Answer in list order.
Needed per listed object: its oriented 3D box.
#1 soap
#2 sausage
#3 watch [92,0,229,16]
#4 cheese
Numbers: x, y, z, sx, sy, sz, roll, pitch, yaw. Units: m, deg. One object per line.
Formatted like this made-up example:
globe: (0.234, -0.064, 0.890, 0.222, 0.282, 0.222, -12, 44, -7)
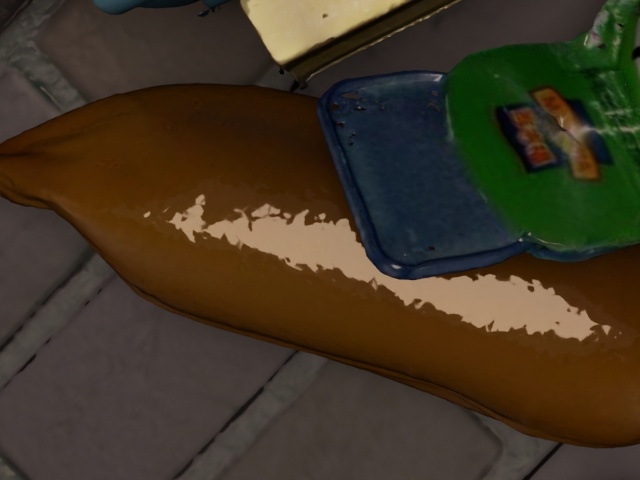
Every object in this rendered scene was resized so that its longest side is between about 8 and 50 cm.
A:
soap: (0.090, -0.136, 0.552, 0.252, 0.092, 0.037, -26, 91, 4)
sausage: (0.000, -0.004, 0.554, 0.328, 0.112, 0.112, 16, 92, 4)
watch: (-0.130, -0.179, 0.539, 0.193, 0.211, 0.211, -1, 91, 25)
cheese: (0.161, -0.047, 0.509, 0.320, 0.083, 0.204, -9, 53, -14)
